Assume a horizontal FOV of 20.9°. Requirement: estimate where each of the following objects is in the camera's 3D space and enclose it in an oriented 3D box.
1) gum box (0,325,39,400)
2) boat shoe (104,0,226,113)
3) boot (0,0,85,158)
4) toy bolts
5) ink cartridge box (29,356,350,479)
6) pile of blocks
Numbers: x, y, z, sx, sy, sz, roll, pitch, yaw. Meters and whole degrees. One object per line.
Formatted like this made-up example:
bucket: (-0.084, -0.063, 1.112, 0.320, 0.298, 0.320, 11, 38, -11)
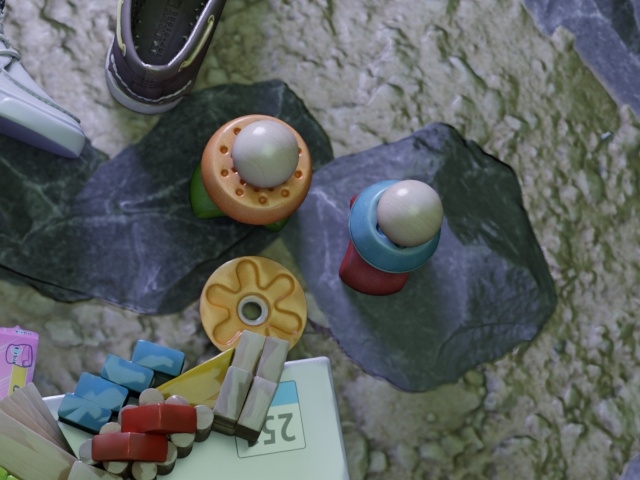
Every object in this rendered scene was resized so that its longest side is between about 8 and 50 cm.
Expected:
gum box: (-0.314, 0.161, 1.512, 0.107, 0.062, 0.188, 10, 75, -12)
boat shoe: (-0.125, -0.282, 1.644, 0.116, 0.097, 0.324, 18, 74, -8)
boot: (-0.311, -0.182, 1.577, 0.258, 0.095, 0.123, 28, 79, -4)
toy bolts: (0.000, 0.000, 1.572, 0.228, 0.158, 0.218, 6, 75, -11)
ink cartridge box: (-0.117, 0.248, 1.454, 0.296, 0.066, 0.261, -8, 79, -8)
pile of blocks: (-0.184, 0.159, 1.375, 0.362, 0.112, 0.149, -33, 82, -13)
